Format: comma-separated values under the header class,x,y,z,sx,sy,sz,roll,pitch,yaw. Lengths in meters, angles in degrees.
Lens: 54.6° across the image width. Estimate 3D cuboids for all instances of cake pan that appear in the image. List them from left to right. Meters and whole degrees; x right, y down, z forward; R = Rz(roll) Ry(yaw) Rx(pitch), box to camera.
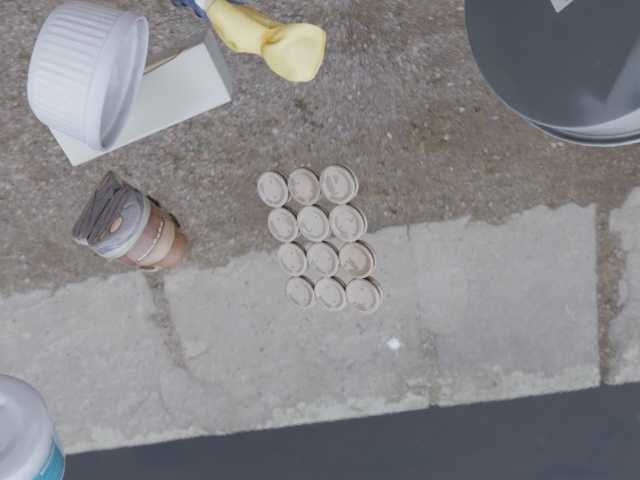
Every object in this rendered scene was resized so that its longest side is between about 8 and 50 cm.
class,x,y,z,sx,sy,sz,roll,pitch,yaw
cake pan,0.242,-0.228,0.552,0.054,0.293,0.292,-12,117,-35

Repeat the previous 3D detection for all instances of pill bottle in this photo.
class,x,y,z,sx,sy,sz,roll,pitch,yaw
pill bottle,-0.416,0.285,0.810,0.146,0.146,0.264,17,145,-4

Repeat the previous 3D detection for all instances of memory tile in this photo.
class,x,y,z,sx,sy,sz,roll,pitch,yaw
memory tile,0.000,0.000,0.593,0.113,0.012,0.147,-2,109,35

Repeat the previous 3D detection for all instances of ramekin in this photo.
class,x,y,z,sx,sy,sz,roll,pitch,yaw
ramekin,-0.335,-0.243,0.899,0.109,0.207,0.207,18,112,-8

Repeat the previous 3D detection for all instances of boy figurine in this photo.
class,x,y,z,sx,sy,sz,roll,pitch,yaw
boy figurine,-0.111,-0.334,0.947,0.285,0.177,0.092,38,108,29

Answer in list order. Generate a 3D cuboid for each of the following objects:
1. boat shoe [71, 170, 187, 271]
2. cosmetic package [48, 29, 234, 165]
class,x,y,z,sx,sy,sz,roll,pitch,yaw
boat shoe,-0.282,-0.019,0.914,0.116,0.324,0.123,32,89,-29
cosmetic package,-0.320,-0.260,1.124,0.310,0.160,0.113,-23,116,5
